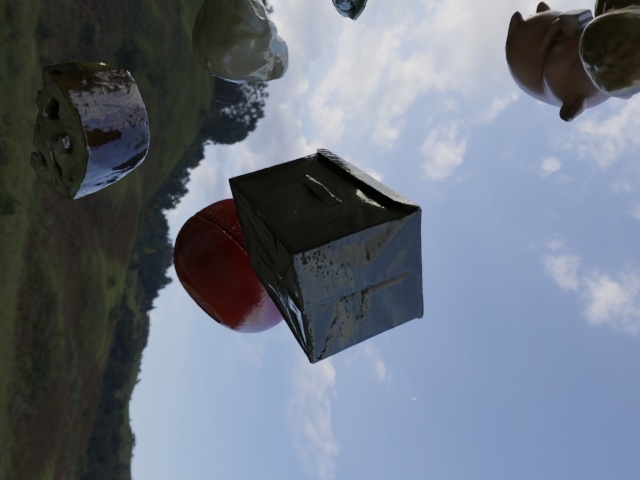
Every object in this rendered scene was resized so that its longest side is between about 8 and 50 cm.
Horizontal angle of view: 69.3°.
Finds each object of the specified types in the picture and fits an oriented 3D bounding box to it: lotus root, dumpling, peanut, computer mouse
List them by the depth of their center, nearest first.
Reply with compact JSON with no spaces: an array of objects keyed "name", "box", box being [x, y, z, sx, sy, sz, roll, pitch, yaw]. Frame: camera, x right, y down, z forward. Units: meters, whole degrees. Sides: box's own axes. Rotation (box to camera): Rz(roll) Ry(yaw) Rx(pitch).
[{"name":"lotus root","box":[-0.337,-0.148,0.674,0.234,0.119,0.138,-27,-87,49]},{"name":"peanut","box":[0.531,-0.364,0.804,0.122,0.137,0.253,111,4,-67]},{"name":"dumpling","box":[-0.215,-0.497,1.071,0.318,0.187,0.243,42,-19,25]},{"name":"computer mouse","box":[0.101,-0.751,1.258,0.389,0.114,0.200,164,-64,-74]}]

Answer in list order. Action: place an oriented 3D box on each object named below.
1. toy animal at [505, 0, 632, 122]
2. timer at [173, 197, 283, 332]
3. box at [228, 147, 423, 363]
[{"name":"toy animal","box":[0.567,-0.417,1.063,0.256,0.194,0.213,-123,-164,-54]},{"name":"timer","box":[-0.226,0.078,1.271,0.377,0.279,0.378,35,-29,22]},{"name":"box","box":[0.000,0.000,0.567,0.231,0.148,0.156,46,-30,53]}]
